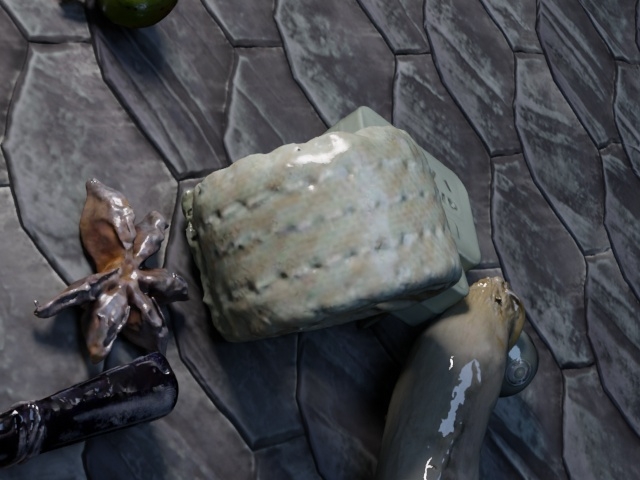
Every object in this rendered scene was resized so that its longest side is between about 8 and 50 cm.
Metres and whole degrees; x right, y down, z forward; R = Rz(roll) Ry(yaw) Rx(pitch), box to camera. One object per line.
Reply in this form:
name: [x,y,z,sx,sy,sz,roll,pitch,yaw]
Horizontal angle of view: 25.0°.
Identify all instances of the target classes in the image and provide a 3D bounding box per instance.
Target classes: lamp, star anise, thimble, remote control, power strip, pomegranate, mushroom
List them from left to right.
remote control: [-0.237,0.173,1.382,0.266,0.090,0.066,-19,69,-50]
pomegranate: [-0.228,-0.292,1.629,0.142,0.114,0.114,-10,78,-26]
star anise: [-0.199,0.042,1.515,0.172,0.063,0.208,42,44,-29]
thimble: [0.000,0.000,1.607,0.291,0.291,0.195,-8,78,-50]
power strip: [0.093,-0.008,1.848,0.229,0.141,0.261,32,35,-36]
mushroom: [0.160,0.211,1.756,0.177,0.126,0.397,35,58,-38]
lamp: [0.239,0.158,1.920,0.105,0.105,0.105,25,54,-39]
